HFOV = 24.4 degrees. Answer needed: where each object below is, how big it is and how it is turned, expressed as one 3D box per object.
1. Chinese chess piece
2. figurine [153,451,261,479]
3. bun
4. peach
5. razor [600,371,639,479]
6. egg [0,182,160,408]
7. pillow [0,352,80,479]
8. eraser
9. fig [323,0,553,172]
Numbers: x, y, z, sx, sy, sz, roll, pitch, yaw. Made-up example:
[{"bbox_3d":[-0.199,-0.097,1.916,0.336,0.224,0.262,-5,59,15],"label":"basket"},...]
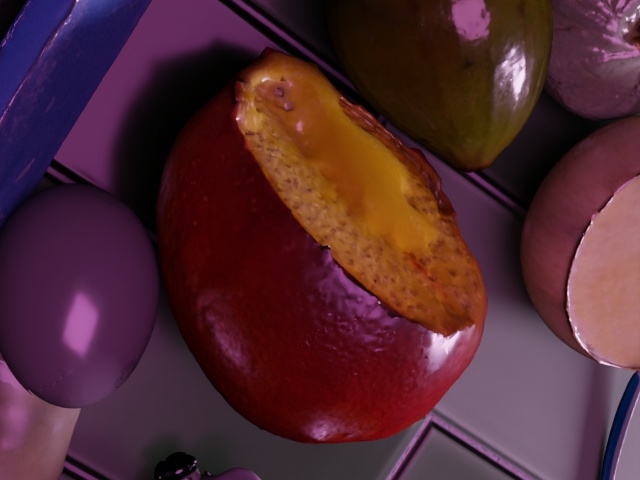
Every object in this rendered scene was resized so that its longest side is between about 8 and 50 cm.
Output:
[{"bbox_3d":[0.321,0.003,1.447,0.257,0.104,0.257,-11,121,-19],"label":"Chinese chess piece"},{"bbox_3d":[-0.103,0.288,1.381,0.147,0.126,0.192,-21,90,-5],"label":"figurine"},{"bbox_3d":[0.296,-0.208,1.425,0.195,0.118,0.196,-3,99,-21],"label":"bun"},{"bbox_3d":[0.000,0.000,1.288,0.281,0.281,0.338,-10,103,-17],"label":"peach"},{"bbox_3d":[0.323,0.200,1.555,0.037,0.068,0.191,21,102,13],"label":"razor"},{"bbox_3d":[-0.211,0.046,1.269,0.146,0.146,0.199,12,62,-21],"label":"egg"},{"bbox_3d":[-0.281,0.178,1.332,0.119,0.053,0.208,14,98,-21],"label":"pillow"},{"bbox_3d":[-0.224,-0.149,1.245,0.042,0.144,0.312,32,89,11],"label":"eraser"},{"bbox_3d":[0.110,-0.167,1.317,0.203,0.203,0.225,-12,99,-17],"label":"fig"}]
